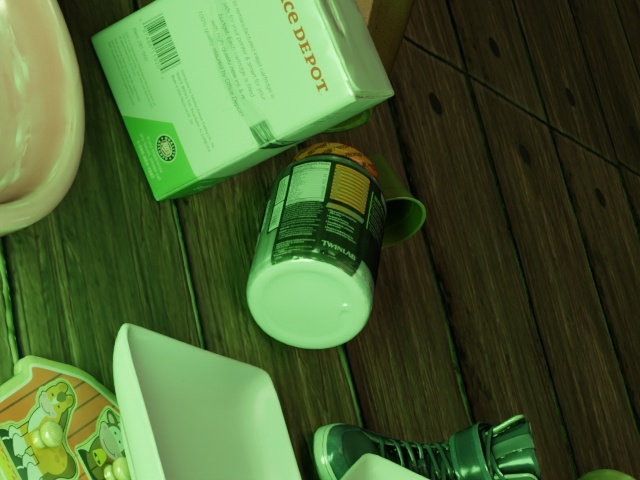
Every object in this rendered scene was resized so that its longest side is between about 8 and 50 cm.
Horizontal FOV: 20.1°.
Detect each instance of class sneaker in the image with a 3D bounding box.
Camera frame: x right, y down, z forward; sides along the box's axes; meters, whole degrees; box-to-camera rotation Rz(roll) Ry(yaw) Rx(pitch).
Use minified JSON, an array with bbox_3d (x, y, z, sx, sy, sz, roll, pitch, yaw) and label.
[{"bbox_3d":[0.108,0.201,1.667,0.226,0.163,0.086,29,45,-48],"label":"sneaker"}]

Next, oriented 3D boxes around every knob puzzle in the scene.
[{"bbox_3d":[-0.168,0.168,1.325,0.213,0.030,0.213,43,33,-38],"label":"knob puzzle"}]

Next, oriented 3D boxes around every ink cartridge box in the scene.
[{"bbox_3d":[-0.067,-0.151,1.567,0.092,0.219,0.160,-12,80,-63],"label":"ink cartridge box"}]

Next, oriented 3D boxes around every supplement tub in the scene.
[{"bbox_3d":[0.000,0.000,1.683,0.117,0.117,0.190,51,29,-27],"label":"supplement tub"}]

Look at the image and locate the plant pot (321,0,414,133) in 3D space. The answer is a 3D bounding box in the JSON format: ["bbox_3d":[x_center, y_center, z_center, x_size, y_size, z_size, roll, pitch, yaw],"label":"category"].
[{"bbox_3d":[-0.002,-0.245,1.798,0.237,0.237,0.254,27,59,-52],"label":"plant pot"}]

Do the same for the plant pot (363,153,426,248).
[{"bbox_3d":[0.058,-0.046,1.889,0.083,0.083,0.079,33,28,-48],"label":"plant pot"}]

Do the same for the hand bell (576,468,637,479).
[{"bbox_3d":[0.259,0.342,1.932,0.242,0.126,0.126,-21,86,-51],"label":"hand bell"}]

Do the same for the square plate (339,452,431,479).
[{"bbox_3d":[0.133,0.307,1.421,0.344,0.049,0.347,25,18,13],"label":"square plate"}]

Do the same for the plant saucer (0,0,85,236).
[{"bbox_3d":[-0.303,-0.148,1.279,0.332,0.084,0.332,42,36,-40],"label":"plant saucer"}]

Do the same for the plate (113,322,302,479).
[{"bbox_3d":[-0.074,0.218,1.406,0.278,0.045,0.277,27,43,-65],"label":"plate"}]
